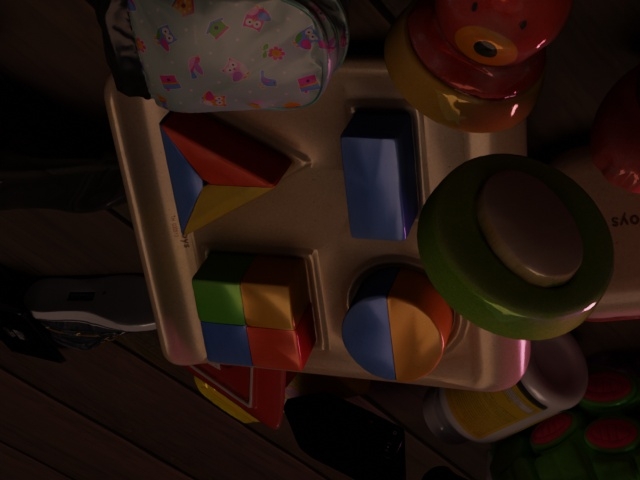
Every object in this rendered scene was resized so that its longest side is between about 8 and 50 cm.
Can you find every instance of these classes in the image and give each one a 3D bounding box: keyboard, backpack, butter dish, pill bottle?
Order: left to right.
[{"bbox_3d":[-0.361,0.093,1.308,0.100,0.038,0.192,13,157,6],"label":"keyboard"},{"bbox_3d":[-0.068,-0.161,0.816,0.182,0.115,0.152,1,142,7],"label":"backpack"},{"bbox_3d":[-0.069,0.088,1.173,0.160,0.118,0.160,29,135,29],"label":"butter dish"},{"bbox_3d":[0.196,0.162,1.220,0.103,0.103,0.184,26,142,-23],"label":"pill bottle"}]

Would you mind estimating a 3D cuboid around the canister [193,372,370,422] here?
[{"bbox_3d":[-0.042,0.148,1.282,0.170,0.073,0.126,-17,138,31],"label":"canister"}]

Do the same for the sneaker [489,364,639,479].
[{"bbox_3d":[0.404,0.228,1.196,0.483,0.185,0.202,-15,135,32],"label":"sneaker"}]

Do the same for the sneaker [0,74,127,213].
[{"bbox_3d":[-0.253,-0.092,0.996,0.227,0.130,0.087,-2,150,-36],"label":"sneaker"}]

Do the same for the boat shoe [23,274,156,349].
[{"bbox_3d":[-0.236,0.084,1.251,0.183,0.065,0.083,4,147,20],"label":"boat shoe"}]

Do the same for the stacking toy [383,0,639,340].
[{"bbox_3d":[0.204,-0.075,0.737,0.309,0.279,0.130,11,147,-9],"label":"stacking toy"}]

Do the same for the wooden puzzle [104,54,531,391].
[{"bbox_3d":[0.000,0.000,0.952,0.348,0.080,0.322,1,121,14],"label":"wooden puzzle"}]

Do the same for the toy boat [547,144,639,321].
[{"bbox_3d":[0.301,-0.010,0.950,0.231,0.151,0.151,-6,172,22],"label":"toy boat"}]

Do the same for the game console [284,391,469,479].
[{"bbox_3d":[0.130,0.271,1.221,0.361,0.044,0.213,23,160,15],"label":"game console"}]

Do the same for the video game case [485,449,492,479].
[{"bbox_3d":[0.387,0.346,1.472,0.244,0.061,0.269,-16,138,30],"label":"video game case"}]
